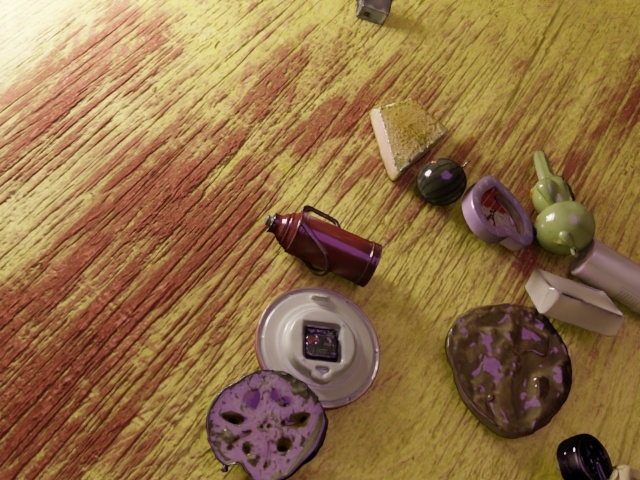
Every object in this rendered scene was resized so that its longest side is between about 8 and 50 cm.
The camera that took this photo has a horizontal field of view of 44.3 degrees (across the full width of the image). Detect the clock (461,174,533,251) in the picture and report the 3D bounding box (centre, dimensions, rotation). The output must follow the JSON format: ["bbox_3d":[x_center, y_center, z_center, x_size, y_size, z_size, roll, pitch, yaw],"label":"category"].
[{"bbox_3d":[0.378,-0.060,1.740,0.198,0.064,0.172,14,53,-37],"label":"clock"}]

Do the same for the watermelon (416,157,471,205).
[{"bbox_3d":[0.275,-0.135,1.721,0.133,0.105,0.105,-32,76,-3],"label":"watermelon"}]

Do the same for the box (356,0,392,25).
[{"bbox_3d":[0.133,-0.579,1.946,0.085,0.060,0.063,14,63,-15],"label":"box"}]

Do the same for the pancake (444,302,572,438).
[{"bbox_3d":[0.382,0.252,1.594,0.295,0.049,0.294,8,61,-16],"label":"pancake"}]

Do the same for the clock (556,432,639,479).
[{"bbox_3d":[0.591,0.529,1.444,0.379,0.120,0.276,24,48,-24],"label":"clock"}]

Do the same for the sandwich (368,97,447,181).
[{"bbox_3d":[0.171,-0.243,1.779,0.162,0.058,0.193,43,58,7],"label":"sandwich"}]

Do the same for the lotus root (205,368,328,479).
[{"bbox_3d":[-0.097,0.321,1.347,0.204,0.078,0.183,-25,79,-22],"label":"lotus root"}]

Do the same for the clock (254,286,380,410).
[{"bbox_3d":[-0.004,0.197,1.467,0.245,0.056,0.244,9,61,-17],"label":"clock"}]

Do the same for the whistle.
[{"bbox_3d":[0.527,-0.075,1.805,0.141,0.141,0.294,0,43,-21],"label":"whistle"}]

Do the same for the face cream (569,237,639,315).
[{"bbox_3d":[0.734,0.121,1.773,0.346,0.102,0.102,30,56,-4],"label":"face cream"}]

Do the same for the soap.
[{"bbox_3d":[0.543,0.132,1.683,0.183,0.063,0.121,19,21,-11],"label":"soap"}]

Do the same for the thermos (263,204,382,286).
[{"bbox_3d":[-0.001,0.001,1.549,0.232,0.099,0.124,25,61,-8],"label":"thermos"}]
